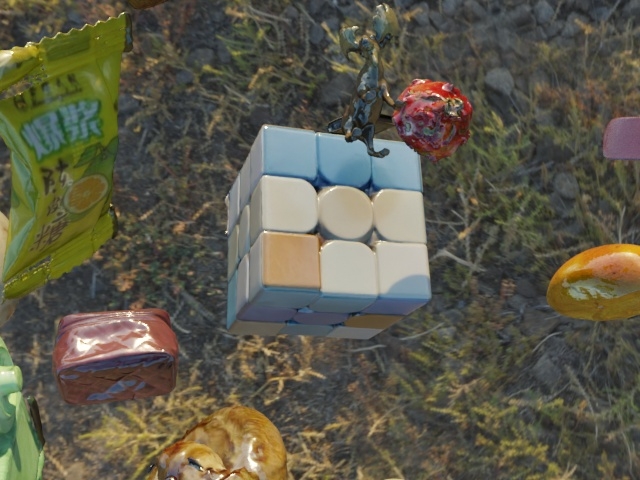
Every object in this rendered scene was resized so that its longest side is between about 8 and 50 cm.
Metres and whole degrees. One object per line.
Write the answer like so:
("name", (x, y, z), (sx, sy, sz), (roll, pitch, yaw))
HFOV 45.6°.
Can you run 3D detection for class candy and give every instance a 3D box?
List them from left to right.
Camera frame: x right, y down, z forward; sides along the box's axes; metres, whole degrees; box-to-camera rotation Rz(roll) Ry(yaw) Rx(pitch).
("candy", (-0.270, -0.079, 0.807), (0.081, 0.187, 0.297), (26, 130, 20))

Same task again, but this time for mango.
("mango", (0.622, 0.098, 1.697), (0.257, 0.187, 0.138), (-11, 50, 34))

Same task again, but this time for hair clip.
("hair clip", (0.399, -0.117, 0.897), (0.137, 0.022, 0.054), (11, 90, 39))

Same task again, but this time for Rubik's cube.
("Rubik's cube", (0.000, 0.000, 1.585), (0.344, 0.346, 0.347), (4, 70, -17))

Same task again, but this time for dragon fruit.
("dragon fruit", (0.218, -0.228, 1.331), (0.111, 0.153, 0.153), (-27, 72, 60))

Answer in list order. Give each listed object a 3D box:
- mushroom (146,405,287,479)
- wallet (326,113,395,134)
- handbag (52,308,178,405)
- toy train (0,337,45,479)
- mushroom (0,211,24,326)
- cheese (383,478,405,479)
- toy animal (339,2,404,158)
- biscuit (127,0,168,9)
("mushroom", (-0.146, 0.356, 1.031), (0.195, 0.283, 0.263), (44, 77, 4))
("wallet", (0.104, -0.284, 1.864), (0.110, 0.198, 0.031), (-17, 86, 28))
("handbag", (-0.373, 0.210, 1.394), (0.225, 0.146, 0.135), (-6, 43, -14))
("toy train", (-0.309, 0.189, 0.591), (0.159, 0.271, 0.188), (-11, 117, -10))
("mushroom", (-0.726, 0.052, 1.436), (0.297, 0.290, 0.297), (1, 92, 34))
("cheese", (0.010, 0.567, 1.364), (0.328, 0.351, 0.129), (-9, 50, -18))
("toy animal", (0.073, -0.257, 1.222), (0.094, 0.186, 0.214), (7, 128, -14))
("biscuit", (-0.021, -0.265, 0.537), (0.305, 0.305, 0.038), (-36, 113, 14))
